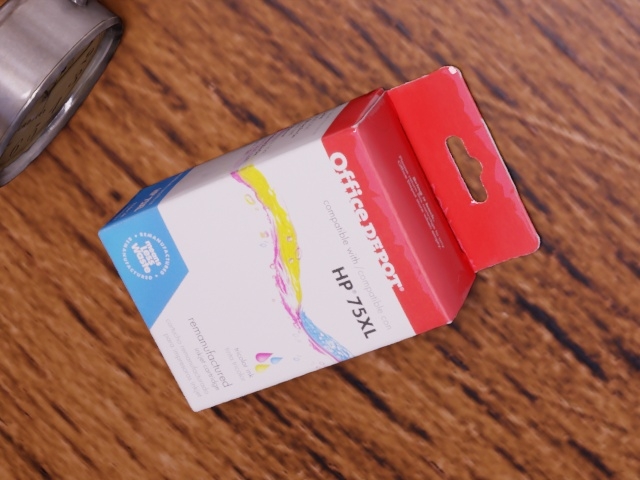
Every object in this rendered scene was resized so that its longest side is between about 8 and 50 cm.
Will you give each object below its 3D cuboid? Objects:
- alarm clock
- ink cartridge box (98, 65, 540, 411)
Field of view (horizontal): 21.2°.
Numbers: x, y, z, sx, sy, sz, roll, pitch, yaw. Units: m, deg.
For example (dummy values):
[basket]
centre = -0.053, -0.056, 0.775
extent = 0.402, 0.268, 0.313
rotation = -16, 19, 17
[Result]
[alarm clock]
centre = -0.168, -0.111, 1.015
extent = 0.064, 0.129, 0.192
rotation = 41, 116, -1
[ink cartridge box]
centre = 0.000, 0.000, 1.036
extent = 0.231, 0.078, 0.134
rotation = -22, 104, 24
